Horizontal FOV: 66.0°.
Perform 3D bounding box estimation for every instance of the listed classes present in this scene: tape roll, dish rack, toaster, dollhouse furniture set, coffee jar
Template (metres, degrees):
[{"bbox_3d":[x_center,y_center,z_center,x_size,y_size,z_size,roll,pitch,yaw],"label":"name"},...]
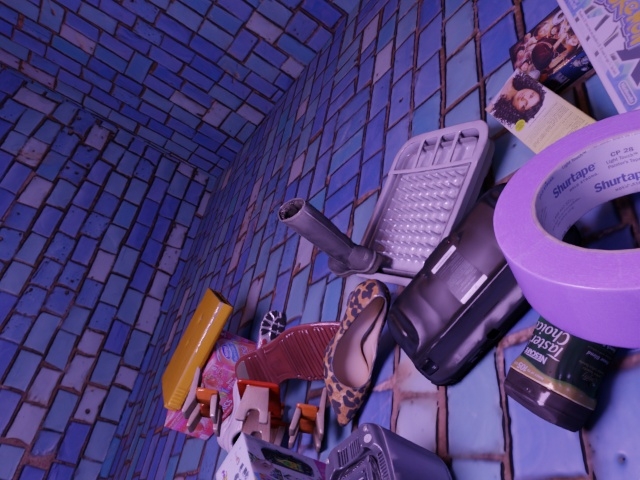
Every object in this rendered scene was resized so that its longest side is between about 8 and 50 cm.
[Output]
[{"bbox_3d":[0.331,-0.025,0.513,0.275,0.090,0.274,-27,30,17],"label":"tape roll"},{"bbox_3d":[0.205,-0.060,0.972,0.285,0.072,0.332,6,70,65],"label":"dish rack"},{"bbox_3d":[0.100,0.359,0.632,0.129,0.146,0.227,-52,25,26],"label":"toaster"},{"bbox_3d":[-0.122,0.347,1.013,0.259,0.262,0.135,95,-177,-50],"label":"dollhouse furniture set"},{"bbox_3d":[0.293,0.121,0.575,0.184,0.079,0.096,-63,24,-1],"label":"coffee jar"}]

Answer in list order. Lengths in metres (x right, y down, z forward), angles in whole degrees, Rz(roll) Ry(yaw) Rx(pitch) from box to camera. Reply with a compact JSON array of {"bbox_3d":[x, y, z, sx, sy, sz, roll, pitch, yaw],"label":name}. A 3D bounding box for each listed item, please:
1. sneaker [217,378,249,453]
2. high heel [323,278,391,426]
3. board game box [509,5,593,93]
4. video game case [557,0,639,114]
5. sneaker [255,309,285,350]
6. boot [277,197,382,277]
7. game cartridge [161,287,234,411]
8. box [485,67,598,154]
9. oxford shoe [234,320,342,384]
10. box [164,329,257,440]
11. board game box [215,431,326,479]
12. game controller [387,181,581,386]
[{"bbox_3d":[-0.176,0.433,1.235,0.115,0.090,0.232,14,86,60],"label":"sneaker"},{"bbox_3d":[0.066,0.200,0.867,0.186,0.093,0.261,126,153,-75],"label":"high heel"},{"bbox_3d":[0.441,-0.356,0.836,0.243,0.042,0.165,-39,32,43],"label":"board game box"},{"bbox_3d":[0.491,-0.330,0.631,0.300,0.036,0.328,-40,43,42],"label":"video game case"},{"bbox_3d":[-0.153,0.274,1.370,0.071,0.068,0.169,-20,48,66],"label":"sneaker"},{"bbox_3d":[0.000,-0.002,0.987,0.190,0.209,0.076,-16,51,60],"label":"boot"},{"bbox_3d":[-0.367,0.309,1.447,0.323,0.053,0.285,-65,19,-5],"label":"game cartridge"},{"bbox_3d":[0.351,-0.177,0.756,0.087,0.058,0.232,-56,33,26],"label":"box"},{"bbox_3d":[-0.036,0.239,1.094,0.348,0.123,0.130,-23,-2,33],"label":"oxford shoe"},{"bbox_3d":[-0.320,0.424,1.452,0.300,0.142,0.154,-52,23,24],"label":"box"},{"bbox_3d":[-0.017,0.434,0.702,0.097,0.224,0.303,-58,23,4],"label":"board game box"},{"bbox_3d":[0.230,0.066,0.749,0.319,0.067,0.166,-54,42,19],"label":"game controller"}]
